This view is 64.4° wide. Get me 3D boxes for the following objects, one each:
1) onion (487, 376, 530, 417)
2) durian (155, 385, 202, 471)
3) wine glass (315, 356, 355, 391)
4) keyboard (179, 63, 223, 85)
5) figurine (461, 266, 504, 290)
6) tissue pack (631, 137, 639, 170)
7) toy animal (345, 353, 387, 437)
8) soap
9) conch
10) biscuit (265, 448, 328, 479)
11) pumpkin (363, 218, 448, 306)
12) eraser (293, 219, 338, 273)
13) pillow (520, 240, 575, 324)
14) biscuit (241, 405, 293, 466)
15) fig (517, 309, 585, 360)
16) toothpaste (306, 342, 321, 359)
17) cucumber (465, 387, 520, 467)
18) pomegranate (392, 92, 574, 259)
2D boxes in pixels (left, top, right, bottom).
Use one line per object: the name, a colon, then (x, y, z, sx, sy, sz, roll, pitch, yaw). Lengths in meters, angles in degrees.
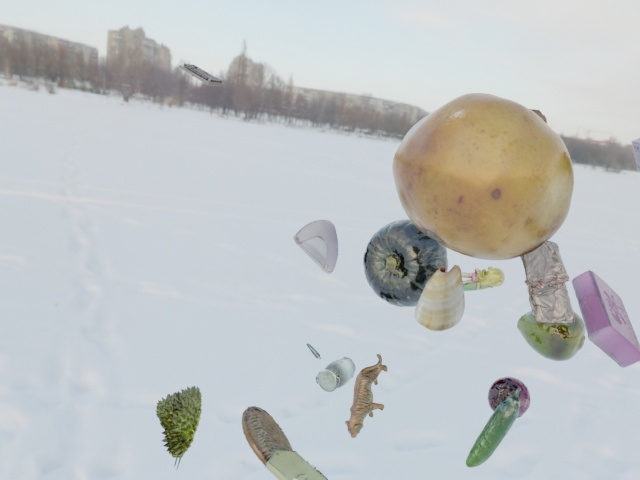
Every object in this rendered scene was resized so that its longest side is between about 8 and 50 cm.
onion: (0.511, 0.426, 1.387, 0.104, 0.115, 0.115, 38, -10, -40)
durian: (-0.470, 0.610, 1.752, 0.158, 0.169, 0.352, -18, 10, -14)
wine glass: (0.074, 0.580, 2.209, 0.111, 0.111, 0.204, 15, 10, 28)
keyboard: (-0.339, -0.471, 1.436, 0.055, 0.017, 0.165, -14, 39, -40)
figurine: (0.526, 0.128, 1.681, 0.083, 0.083, 0.187, -4, -1, -45)
tissue pack: (0.904, -0.215, 1.238, 0.148, 0.093, 0.246, -23, 18, 5)
toy animal: (0.135, 0.447, 1.467, 0.099, 0.242, 0.056, 14, -7, -35)
soap: (0.880, 0.237, 1.565, 0.181, 0.081, 0.260, 39, 35, -15)
conch: (0.369, 0.196, 1.543, 0.158, 0.255, 0.127, -3, 46, 2)
biscuit: (-0.085, 0.890, 1.926, 0.249, 0.046, 0.147, 38, 22, 8)
pumpkin: (0.311, 0.081, 1.862, 0.323, 0.324, 0.241, 19, 9, 41)
eraser: (-0.001, 0.001, 2.028, 0.204, 0.059, 0.243, 46, 35, -11)
pillow: (0.639, 0.113, 1.428, 0.135, 0.249, 0.049, 2, -25, -11)
biscuit: (-0.209, 0.818, 2.085, 0.318, 0.040, 0.318, 49, 6, -7)
fig: (0.872, 0.342, 1.915, 0.229, 0.208, 0.207, 23, 15, 11)
toothpaste: (-0.026, 0.430, 1.971, 0.019, 0.083, 0.027, -43, 8, -23)
cucumber: (0.452, 0.486, 1.303, 0.056, 0.250, 0.056, 27, 12, -6)
pomegranate: (0.385, -0.152, 1.202, 0.415, 0.418, 0.417, 8, 12, -2)
